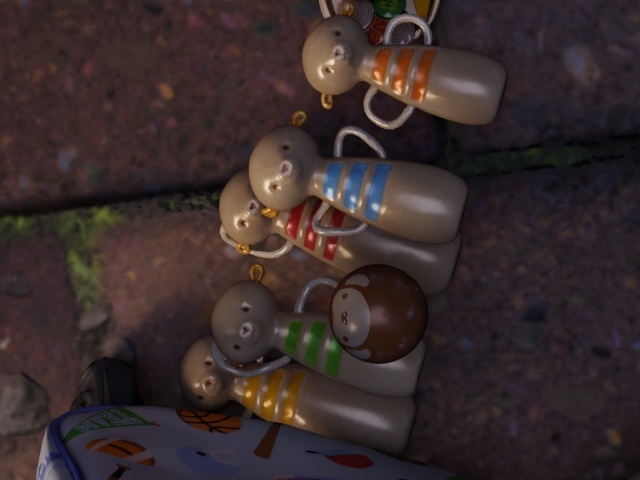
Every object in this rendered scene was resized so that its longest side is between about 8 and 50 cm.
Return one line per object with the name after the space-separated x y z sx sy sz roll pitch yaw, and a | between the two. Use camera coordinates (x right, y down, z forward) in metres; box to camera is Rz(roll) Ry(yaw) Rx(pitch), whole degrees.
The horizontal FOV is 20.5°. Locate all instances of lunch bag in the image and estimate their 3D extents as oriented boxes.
-0.016 0.183 0.952 0.303 0.243 0.115 9 101 -18 | lunch bag

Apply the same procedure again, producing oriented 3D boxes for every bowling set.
0.000 0.000 1.026 0.154 0.200 0.287 15 95 7 | bowling set

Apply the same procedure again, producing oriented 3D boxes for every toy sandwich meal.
0.036 -0.159 1.097 0.086 0.029 0.085 0 93 6 | toy sandwich meal

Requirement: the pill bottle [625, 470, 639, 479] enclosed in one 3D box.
0.233 0.274 1.003 0.229 0.229 0.407 23 95 4 | pill bottle

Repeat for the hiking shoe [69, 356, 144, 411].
-0.089 0.179 1.112 0.114 0.086 0.227 -10 77 -26 | hiking shoe
